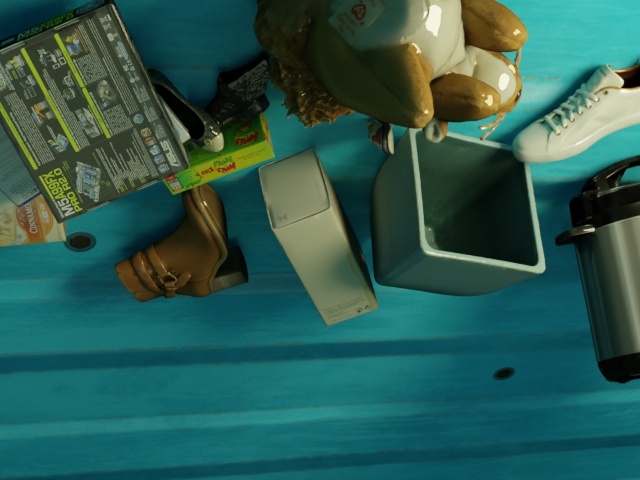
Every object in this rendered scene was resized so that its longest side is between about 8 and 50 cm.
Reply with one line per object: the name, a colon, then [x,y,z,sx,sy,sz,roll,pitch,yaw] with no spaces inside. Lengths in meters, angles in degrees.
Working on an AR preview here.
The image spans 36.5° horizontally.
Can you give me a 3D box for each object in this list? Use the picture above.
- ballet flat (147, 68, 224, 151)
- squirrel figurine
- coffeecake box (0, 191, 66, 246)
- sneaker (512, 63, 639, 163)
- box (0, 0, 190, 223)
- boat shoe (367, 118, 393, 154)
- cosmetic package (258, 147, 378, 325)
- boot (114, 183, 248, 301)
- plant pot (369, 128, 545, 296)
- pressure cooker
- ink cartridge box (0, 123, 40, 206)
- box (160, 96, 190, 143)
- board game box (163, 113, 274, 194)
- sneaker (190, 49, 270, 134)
ballet flat: [-0.220,-0.197,1.515,0.057,0.049,0.173,-37,111,27]
squirrel figurine: [0.110,-0.282,1.420,0.397,0.281,0.370,11,179,29]
coffeecake box: [-0.528,-0.060,1.616,0.185,0.068,0.142,-5,139,-8]
sneaker: [0.456,-0.236,1.668,0.290,0.106,0.123,-25,129,2]
box: [-0.340,-0.184,1.393,0.216,0.060,0.270,-24,119,-1]
boat shoe: [0.100,-0.175,1.610,0.043,0.137,0.049,-1,113,2]
cosmetic package: [0.000,0.000,1.758,0.113,0.160,0.309,-19,140,6]
boot: [-0.269,0.011,1.757,0.220,0.109,0.283,-12,147,4]
plant pot: [0.213,-0.021,1.736,0.248,0.247,0.252,9,151,-24]
pressure cooker: [0.671,0.037,1.805,0.375,0.420,0.370,-17,165,36]
ink cartridge box: [-0.445,-0.184,1.483,0.223,0.045,0.224,-32,135,2]
box: [-0.309,-0.188,1.456,0.145,0.038,0.186,-34,121,4]
board game box: [-0.172,-0.150,1.591,0.181,0.092,0.043,-20,140,8]
sneaker: [-0.148,-0.232,1.540,0.170,0.051,0.089,-18,130,12]
